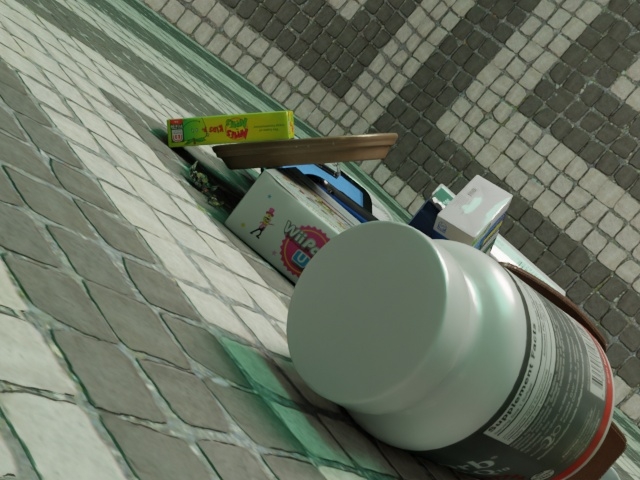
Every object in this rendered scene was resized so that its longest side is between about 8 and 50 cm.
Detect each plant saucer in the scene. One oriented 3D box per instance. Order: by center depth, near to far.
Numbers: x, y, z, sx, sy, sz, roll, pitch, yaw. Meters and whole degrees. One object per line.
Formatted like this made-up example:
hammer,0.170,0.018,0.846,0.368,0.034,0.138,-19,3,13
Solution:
plant saucer,-0.022,-0.132,1.503,0.277,0.041,0.278,-4,4,0

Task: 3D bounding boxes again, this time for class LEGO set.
LEGO set,-0.163,-0.074,1.387,0.054,0.023,0.083,33,24,-33

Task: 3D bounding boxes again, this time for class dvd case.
dvd case,-0.019,-0.147,1.687,0.119,0.013,0.087,33,13,-7

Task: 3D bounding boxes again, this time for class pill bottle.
pill bottle,0.139,0.122,1.022,0.363,0.210,0.210,31,12,-47

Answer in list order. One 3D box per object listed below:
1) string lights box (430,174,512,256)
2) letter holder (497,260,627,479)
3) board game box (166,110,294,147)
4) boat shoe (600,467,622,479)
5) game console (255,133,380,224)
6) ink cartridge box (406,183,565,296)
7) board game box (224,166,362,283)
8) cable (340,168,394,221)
string lights box,0.236,0.027,1.736,0.076,0.133,0.260,33,-39,19
letter holder,0.297,0.191,1.359,0.302,0.214,0.152,35,10,-38
board game box,-0.135,-0.170,1.534,0.181,0.043,0.092,-3,7,4
boat shoe,0.424,0.379,1.488,0.183,0.065,0.083,49,3,-8
game console,0.042,-0.089,1.789,0.293,0.173,0.250,35,-21,-32
ink cartridge box,0.265,0.084,1.924,0.303,0.307,0.072,41,51,5
board game box,0.000,0.000,1.453,0.224,0.097,0.303,40,6,2
cable,0.048,-0.083,2.143,0.257,0.089,0.257,37,9,-25
